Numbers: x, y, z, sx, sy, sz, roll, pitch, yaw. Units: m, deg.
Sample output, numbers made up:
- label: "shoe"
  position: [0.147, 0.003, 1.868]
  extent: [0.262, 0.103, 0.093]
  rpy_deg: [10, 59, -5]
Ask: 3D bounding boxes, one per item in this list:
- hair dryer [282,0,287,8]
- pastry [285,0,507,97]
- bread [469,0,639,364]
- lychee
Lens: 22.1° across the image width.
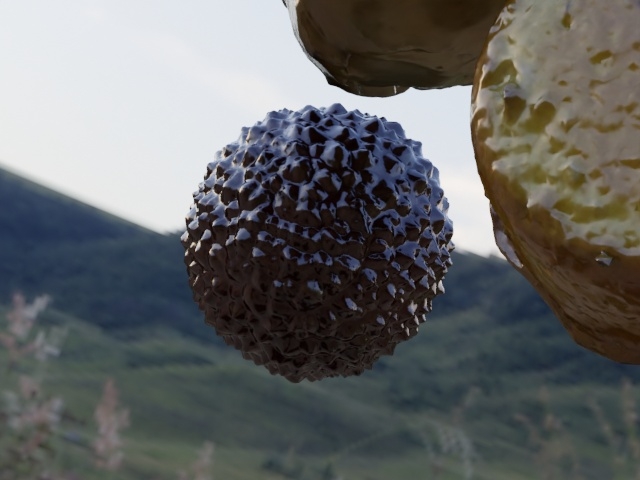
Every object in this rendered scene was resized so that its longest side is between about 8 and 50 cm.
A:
- label: "hair dryer"
  position: [0.058, -0.350, 1.871]
  extent: [0.229, 0.267, 0.092]
  rpy_deg: [-17, -36, 27]
- label: "pastry"
  position: [0.072, -0.302, 1.358]
  extent: [0.245, 0.409, 0.409]
  rpy_deg: [-11, -7, -3]
- label: "bread"
  position: [0.207, -0.038, 1.123]
  extent: [0.340, 0.179, 0.194]
  rpy_deg: [57, 0, 31]
- label: "lychee"
  position: [0.000, 0.000, 1.556]
  extent: [0.264, 0.264, 0.300]
  rpy_deg: [21, 15, 1]
